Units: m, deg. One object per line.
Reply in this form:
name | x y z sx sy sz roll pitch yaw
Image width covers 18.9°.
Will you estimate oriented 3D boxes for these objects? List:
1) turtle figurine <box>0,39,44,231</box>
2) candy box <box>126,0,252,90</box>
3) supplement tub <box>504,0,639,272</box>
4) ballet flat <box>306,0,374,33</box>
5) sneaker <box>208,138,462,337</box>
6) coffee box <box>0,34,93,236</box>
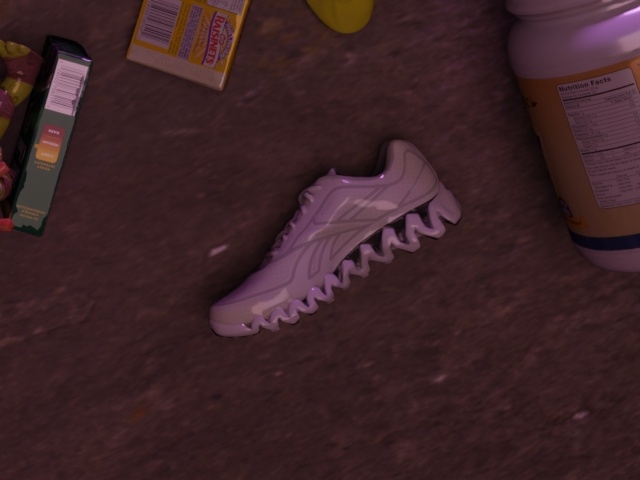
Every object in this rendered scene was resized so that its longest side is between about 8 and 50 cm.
turtle figurine | -0.329 -0.081 1.840 0.087 0.269 0.217 22 78 -34
candy box | -0.115 -0.263 1.916 0.105 0.027 0.206 19 99 3
supplement tub | 0.323 -0.151 1.949 0.228 0.228 0.316 -23 107 -6
ballet flat | 0.004 -0.313 1.919 0.077 0.077 0.231 -18 107 -8
sneaker | 0.000 0.000 1.987 0.292 0.110 0.118 -32 100 -12
coffee box | -0.272 -0.104 1.890 0.040 0.113 0.184 14 101 -16
